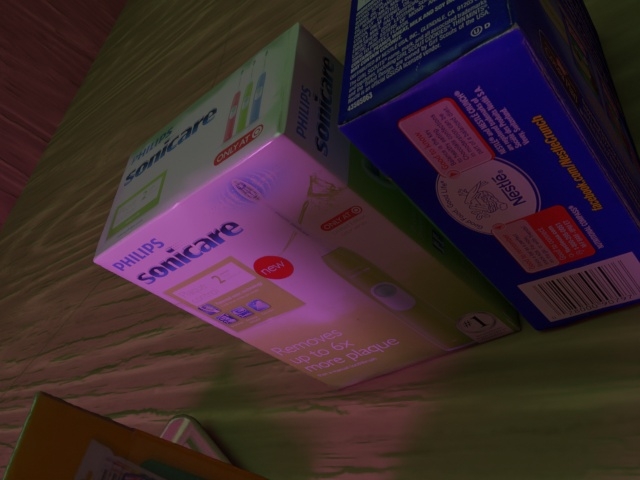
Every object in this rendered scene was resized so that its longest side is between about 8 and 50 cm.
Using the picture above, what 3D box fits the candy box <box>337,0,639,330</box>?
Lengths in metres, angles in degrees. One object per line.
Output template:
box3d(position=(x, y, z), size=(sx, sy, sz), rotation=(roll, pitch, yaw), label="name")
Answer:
box3d(position=(0.143, -0.136, 0.486), size=(0.122, 0.268, 0.317), rotation=(-22, 44, 33), label="candy box")

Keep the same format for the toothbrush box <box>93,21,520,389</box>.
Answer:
box3d(position=(0.000, 0.000, 0.525), size=(0.206, 0.283, 0.122), rotation=(-27, 42, 33), label="toothbrush box")

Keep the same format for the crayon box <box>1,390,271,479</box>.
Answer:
box3d(position=(-0.063, 0.240, 0.348), size=(0.083, 0.323, 0.203), rotation=(-24, 43, 37), label="crayon box")

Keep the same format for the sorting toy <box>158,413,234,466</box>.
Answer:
box3d(position=(-0.171, 0.360, 0.636), size=(0.229, 0.041, 0.307), rotation=(24, 79, 51), label="sorting toy")
